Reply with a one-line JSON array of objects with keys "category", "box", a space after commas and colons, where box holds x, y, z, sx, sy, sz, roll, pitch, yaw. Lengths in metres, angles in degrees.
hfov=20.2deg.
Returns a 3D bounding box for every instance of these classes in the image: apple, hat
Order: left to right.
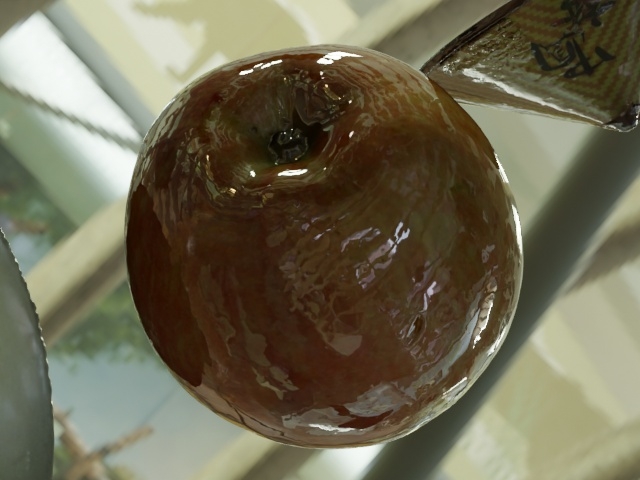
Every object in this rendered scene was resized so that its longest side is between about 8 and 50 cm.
[{"category": "apple", "box": [0.000, 0.000, 0.849, 0.188, 0.188, 0.174, 35, -22, 32]}, {"category": "hat", "box": [0.151, -0.097, 0.989, 0.082, 0.193, 0.193, 63, -11, 7]}]

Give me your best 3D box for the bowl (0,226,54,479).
[{"category": "bowl", "box": [-0.284, 0.095, 0.941, 0.146, 0.313, 0.313, -5, -38, 25]}]
